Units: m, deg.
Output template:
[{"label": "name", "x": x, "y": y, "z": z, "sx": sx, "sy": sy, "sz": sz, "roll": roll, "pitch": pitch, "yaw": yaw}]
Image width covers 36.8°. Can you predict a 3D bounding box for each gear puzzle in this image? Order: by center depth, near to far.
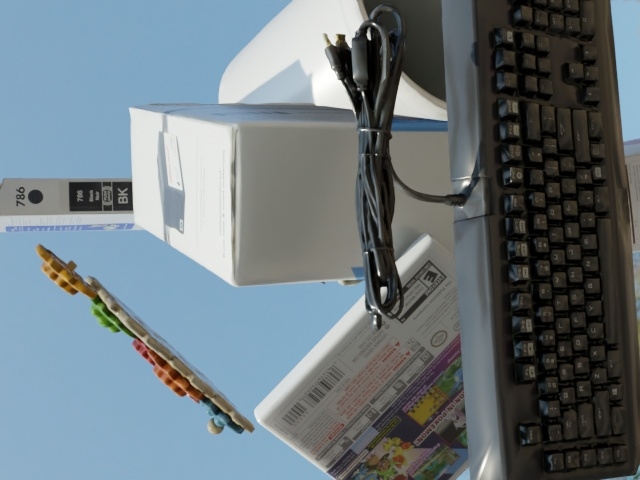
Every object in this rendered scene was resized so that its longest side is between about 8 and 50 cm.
[{"label": "gear puzzle", "x": -0.218, "y": 0.123, "z": 1.147, "sx": 0.044, "sy": 0.175, "sz": 0.339, "roll": -47, "pitch": -57, "yaw": -8}]

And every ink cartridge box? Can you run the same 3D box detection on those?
[{"label": "ink cartridge box", "x": -0.029, "y": -0.055, "z": 0.877, "sx": 0.223, "sy": 0.307, "sz": 0.128, "roll": -3, "pitch": -78, "yaw": -24}, {"label": "ink cartridge box", "x": -0.379, "y": -0.052, "z": 1.467, "sx": 0.333, "sy": 0.165, "sz": 0.065, "roll": -2, "pitch": -97, "yaw": -18}]

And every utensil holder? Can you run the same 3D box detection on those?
[{"label": "utensil holder", "x": 0.060, "y": -0.268, "z": 1.539, "sx": 0.328, "sy": 0.385, "sz": 0.327, "roll": 17, "pitch": -120, "yaw": -33}]

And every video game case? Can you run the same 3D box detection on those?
[{"label": "video game case", "x": 0.077, "y": 0.121, "z": 0.792, "sx": 0.201, "sy": 0.023, "sz": 0.183, "roll": -47, "pitch": -65, "yaw": 3}]

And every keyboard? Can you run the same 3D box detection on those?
[{"label": "keyboard", "x": 0.099, "y": -0.023, "z": 0.535, "sx": 0.202, "sy": 0.033, "sz": 0.317, "roll": 1, "pitch": -99, "yaw": -25}]

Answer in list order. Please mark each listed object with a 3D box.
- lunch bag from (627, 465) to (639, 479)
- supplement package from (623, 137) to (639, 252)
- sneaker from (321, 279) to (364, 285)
[{"label": "lunch bag", "x": 0.447, "y": 0.177, "z": 0.946, "sx": 0.262, "sy": 0.160, "sz": 0.223, "roll": -12, "pitch": -35, "yaw": -9}, {"label": "supplement package", "x": 0.577, "y": -0.087, "z": 1.746, "sx": 0.293, "sy": 0.177, "sz": 0.175, "roll": -12, "pitch": -79, "yaw": -10}, {"label": "sneaker", "x": 0.000, "y": 0.000, "z": 1.352, "sx": 0.146, "sy": 0.331, "sz": 0.122, "roll": -77, "pitch": -32, "yaw": -44}]
